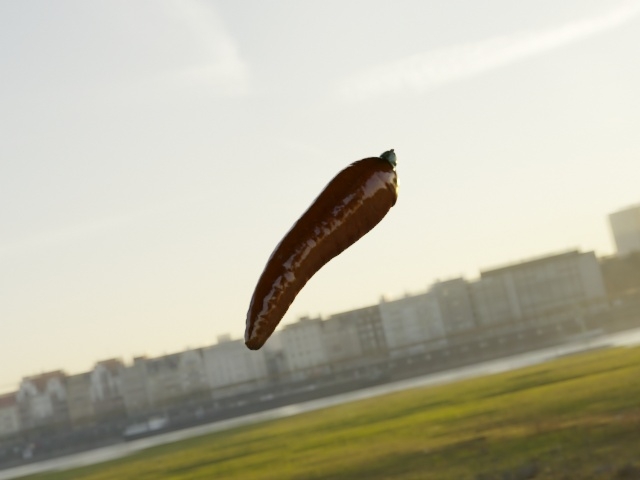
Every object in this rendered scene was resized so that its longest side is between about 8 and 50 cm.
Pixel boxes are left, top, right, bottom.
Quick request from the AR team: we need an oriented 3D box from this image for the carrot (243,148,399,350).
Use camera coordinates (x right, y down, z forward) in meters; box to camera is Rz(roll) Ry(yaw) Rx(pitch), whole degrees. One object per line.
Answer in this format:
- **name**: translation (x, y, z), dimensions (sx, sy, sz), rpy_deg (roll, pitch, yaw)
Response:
- **carrot**: translation (0.000, 0.000, 0.638), dimensions (0.142, 0.035, 0.035), rpy_deg (-49, 14, -31)
